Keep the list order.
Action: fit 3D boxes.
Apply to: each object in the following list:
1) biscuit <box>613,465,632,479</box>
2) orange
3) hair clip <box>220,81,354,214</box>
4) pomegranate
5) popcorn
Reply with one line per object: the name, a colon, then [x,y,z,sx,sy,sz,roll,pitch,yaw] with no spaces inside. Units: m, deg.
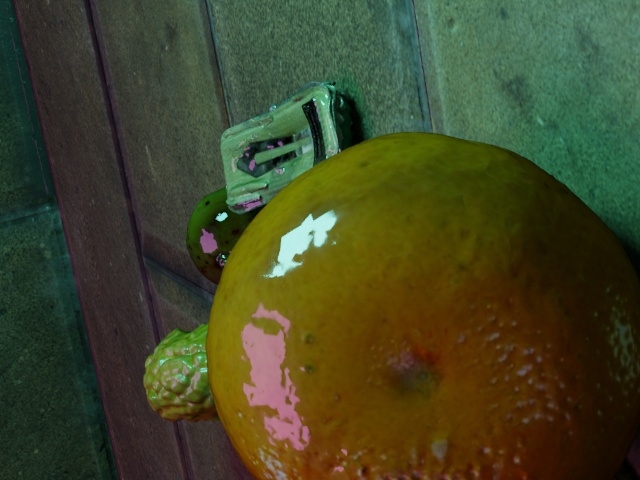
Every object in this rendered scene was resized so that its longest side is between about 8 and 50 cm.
biscuit: [0.274,0.235,1.614,0.231,0.025,0.131,57,154,35]
orange: [0.105,0.104,1.432,0.326,0.424,0.423,-49,-57,-85]
hair clip: [-0.032,-0.126,2.021,0.321,0.091,0.138,-17,79,57]
pomegranate: [-0.126,-0.016,2.264,0.205,0.159,0.159,-91,0,-57]
popcorn: [-0.186,0.238,2.519,0.203,0.226,0.200,48,-173,-19]
